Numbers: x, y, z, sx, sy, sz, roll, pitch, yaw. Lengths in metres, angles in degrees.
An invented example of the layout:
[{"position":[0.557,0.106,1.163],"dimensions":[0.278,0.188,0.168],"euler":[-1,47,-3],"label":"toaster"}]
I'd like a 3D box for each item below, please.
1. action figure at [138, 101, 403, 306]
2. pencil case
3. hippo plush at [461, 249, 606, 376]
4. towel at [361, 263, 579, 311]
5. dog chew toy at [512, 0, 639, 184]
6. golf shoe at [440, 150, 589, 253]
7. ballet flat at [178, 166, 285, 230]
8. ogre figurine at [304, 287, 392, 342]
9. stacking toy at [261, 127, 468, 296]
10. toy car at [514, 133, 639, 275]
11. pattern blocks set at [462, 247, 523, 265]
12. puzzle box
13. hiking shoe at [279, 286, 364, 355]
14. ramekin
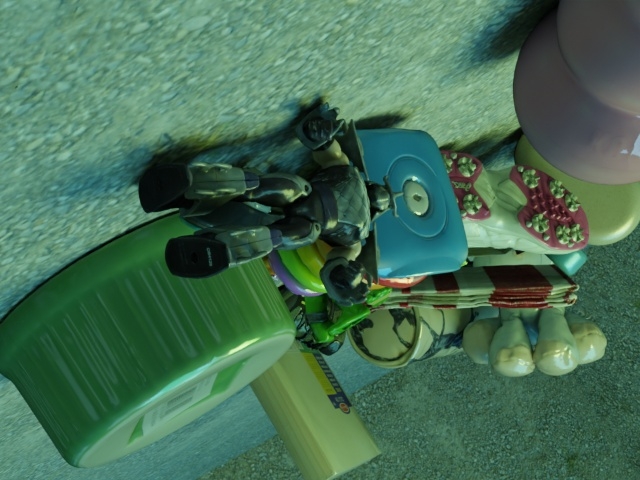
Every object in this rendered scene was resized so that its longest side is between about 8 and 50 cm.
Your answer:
[{"position":[-0.018,-0.026,1.023],"dimensions":[0.285,0.185,0.099],"euler":[-9,169,-46],"label":"action figure"},{"position":[0.214,0.130,2.146],"dimensions":[0.410,0.183,0.160],"euler":[-6,133,-53],"label":"pencil case"},{"position":[0.387,0.086,2.007],"dimensions":[0.234,0.237,0.294],"euler":[12,-154,43],"label":"hippo plush"},{"position":[0.202,0.070,1.702],"dimensions":[0.329,0.037,0.237],"euler":[-2,-173,3],"label":"towel"},{"position":[0.315,-0.197,1.118],"dimensions":[0.206,0.207,0.332],"euler":[-28,160,-21],"label":"dog chew toy"},{"position":[0.225,-0.039,1.548],"dimensions":[0.306,0.115,0.140],"euler":[15,153,-28],"label":"golf shoe"},{"position":[-0.067,-0.036,1.105],"dimensions":[0.074,0.074,0.203],"euler":[-36,161,18],"label":"ballet flat"},{"position":[0.034,0.048,1.548],"dimensions":[0.097,0.118,0.197],"euler":[-20,162,-32],"label":"ogre figurine"},{"position":[0.000,0.000,1.275],"dimensions":[0.175,0.166,0.302],"euler":[-5,167,-46],"label":"stacking toy"},{"position":[0.381,-0.093,1.722],"dimensions":[0.219,0.210,0.238],"euler":[-46,179,8],"label":"toy car"},{"position":[0.307,-0.014,1.916],"dimensions":[0.285,0.026,0.325],"euler":[-27,-170,-11],"label":"pattern blocks set"},{"position":[-0.018,0.280,1.964],"dimensions":[0.052,0.272,0.409],"euler":[-34,167,8],"label":"puzzle box"},{"position":[-0.011,0.120,1.723],"dimensions":[0.086,0.114,0.227],"euler":[-42,165,35],"label":"hiking shoe"},{"position":[-0.172,0.107,1.184],"dimensions":[0.303,0.148,0.303],"euler":[-31,168,-7],"label":"ramekin"}]
